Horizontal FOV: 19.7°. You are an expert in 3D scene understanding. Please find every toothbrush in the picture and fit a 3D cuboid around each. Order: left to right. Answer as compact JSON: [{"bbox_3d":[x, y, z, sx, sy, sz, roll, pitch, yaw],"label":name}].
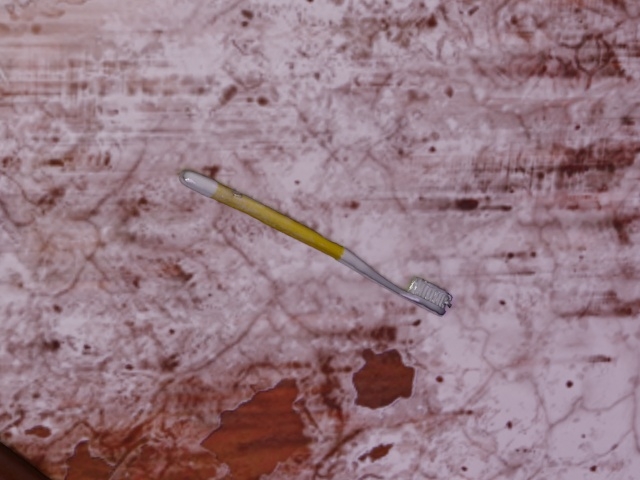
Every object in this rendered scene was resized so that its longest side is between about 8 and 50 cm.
[{"bbox_3d":[0.000,0.000,1.631,0.288,0.021,0.024,27,90,-24],"label":"toothbrush"}]

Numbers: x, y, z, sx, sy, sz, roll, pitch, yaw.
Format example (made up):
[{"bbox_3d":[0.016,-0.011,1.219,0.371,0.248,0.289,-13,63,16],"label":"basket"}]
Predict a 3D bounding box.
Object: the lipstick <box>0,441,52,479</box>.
[{"bbox_3d":[-0.336,0.159,1.571,0.057,0.057,0.356,-46,115,4],"label":"lipstick"}]
